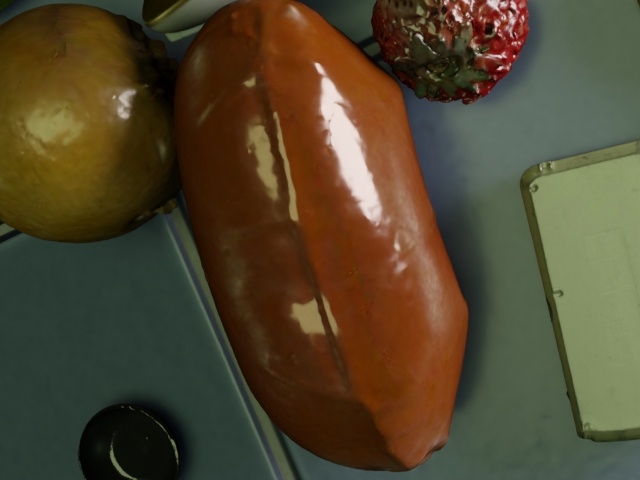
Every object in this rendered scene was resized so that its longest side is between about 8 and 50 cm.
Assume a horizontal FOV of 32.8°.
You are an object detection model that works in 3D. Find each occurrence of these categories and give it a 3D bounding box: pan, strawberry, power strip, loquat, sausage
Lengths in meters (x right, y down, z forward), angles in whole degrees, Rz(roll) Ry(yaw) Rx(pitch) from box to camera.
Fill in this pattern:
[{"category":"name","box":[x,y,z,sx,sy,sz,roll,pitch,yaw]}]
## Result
[{"category":"pan","box":[-0.107,0.155,0.674,0.068,0.023,0.115,-24,87,17]},{"category":"strawberry","box":[0.065,-0.123,0.564,0.083,0.083,0.096,12,77,15]},{"category":"power strip","box":[0.160,0.035,0.579,0.076,0.028,0.169,-12,91,17]},{"category":"loquat","box":[-0.136,-0.062,0.599,0.141,0.141,0.141,2,97,16]},{"category":"sausage","box":[-0.001,0.001,0.566,0.133,0.133,0.258,-14,99,18]}]

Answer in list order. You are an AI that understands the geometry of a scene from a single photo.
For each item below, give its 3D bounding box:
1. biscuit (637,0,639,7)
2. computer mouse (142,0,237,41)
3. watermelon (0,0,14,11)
[{"category":"biscuit","box":[0.263,-0.090,0.532,0.240,0.035,0.158,34,102,10]},{"category":"computer mouse","box":[-0.012,-0.171,0.577,0.199,0.102,0.045,-20,129,18]},{"category":"watermelon","box":[-0.249,-0.188,0.664,0.245,0.063,0.119,-7,76,22]}]
